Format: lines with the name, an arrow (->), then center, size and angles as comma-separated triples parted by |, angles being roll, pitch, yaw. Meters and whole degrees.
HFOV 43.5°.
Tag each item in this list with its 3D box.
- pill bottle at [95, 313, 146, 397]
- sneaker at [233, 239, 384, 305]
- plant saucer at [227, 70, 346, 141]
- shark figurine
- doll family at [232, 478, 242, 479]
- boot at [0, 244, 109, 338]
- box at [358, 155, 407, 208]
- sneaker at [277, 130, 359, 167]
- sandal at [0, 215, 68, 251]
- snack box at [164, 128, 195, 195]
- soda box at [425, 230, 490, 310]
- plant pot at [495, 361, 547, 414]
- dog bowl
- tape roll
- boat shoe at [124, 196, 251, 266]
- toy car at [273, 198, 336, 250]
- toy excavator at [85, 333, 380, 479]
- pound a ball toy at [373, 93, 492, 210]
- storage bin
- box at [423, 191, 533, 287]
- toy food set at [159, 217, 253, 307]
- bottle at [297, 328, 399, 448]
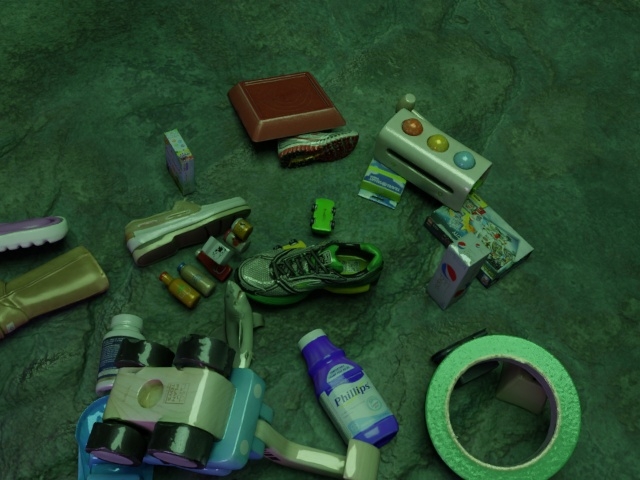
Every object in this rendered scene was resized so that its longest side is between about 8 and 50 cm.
pill bottle -> -0.419, 0.246, 1.704 | 0.094, 0.094, 0.169 | 3, 57, -7
sneaker -> -0.024, 0.053, 1.802 | 0.344, 0.146, 0.134 | -9, 68, -10
plant saucer -> -0.093, -0.369, 2.138 | 0.258, 0.047, 0.259 | -13, 44, -16
shark figurine -> -0.203, 0.241, 1.761 | 0.116, 0.166, 0.278 | -2, 73, 20
doll family -> -0.137, 0.551, 1.506 | 0.163, 0.263, 0.118 | 23, 95, -8
boot -> -0.647, 0.081, 1.788 | 0.269, 0.089, 0.236 | -29, 69, -27
box -> 0.177, -0.176, 2.103 | 0.109, 0.042, 0.178 | 21, 56, 5
sneaker -> -0.006, -0.262, 2.102 | 0.225, 0.088, 0.092 | -10, 58, -15
sandal -> -0.780, -0.027, 1.781 | 0.416, 0.102, 0.169 | -10, 15, -24
snack box -> -0.345, -0.190, 1.969 | 0.037, 0.141, 0.100 | -25, 65, -21
soda box -> 0.315, 0.074, 1.859 | 0.074, 0.216, 0.069 | -31, 68, -25
plant pot -> 0.469, 0.310, 1.804 | 0.109, 0.096, 0.109 | 21, 57, 5
dog bowl -> -0.404, 0.455, 1.586 | 0.166, 0.074, 0.297 | 3, 58, -7
tape roll -> 0.380, 0.362, 1.699 | 0.321, 0.077, 0.321 | -1, 77, 6
boat shoe -> -0.315, -0.048, 1.900 | 0.302, 0.113, 0.103 | -23, 69, -21
toy car -> 0.000, 0.000, 1.955 | 0.239, 0.053, 0.225 | 10, 56, -3
toy excavator -> -0.149, 0.369, 1.551 | 0.433, 0.445, 0.222 | -5, 58, 28
pound a ball toy -> 0.291, -0.253, 2.066 | 0.319, 0.135, 0.208 | 36, 57, 14
storage bin -> 0.337, 0.268, 1.818 | 0.135, 0.098, 0.091 | -23, 74, -21
box -> 0.398, -0.010, 2.029 | 0.159, 0.044, 0.233 | -32, 67, -26
toy food set -> -0.257, 0.035, 1.847 | 0.104, 0.111, 0.232 | 36, 91, 14
bottle -> 0.050, 0.321, 1.732 | 0.118, 0.092, 0.283 | -25, 64, -20
